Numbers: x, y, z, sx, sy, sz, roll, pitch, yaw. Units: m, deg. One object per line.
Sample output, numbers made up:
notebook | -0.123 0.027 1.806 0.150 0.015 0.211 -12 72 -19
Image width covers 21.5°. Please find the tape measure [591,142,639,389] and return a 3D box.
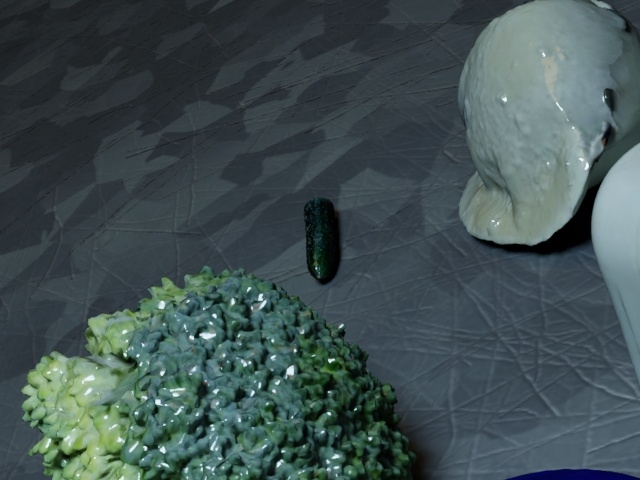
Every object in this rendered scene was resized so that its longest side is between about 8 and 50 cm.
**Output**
tape measure | 0.289 0.035 1.035 0.265 0.258 0.130 -32 24 -23

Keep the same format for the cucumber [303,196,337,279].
cucumber | 0.000 0.000 1.620 0.032 0.032 0.133 -23 26 11

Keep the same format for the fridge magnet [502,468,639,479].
fridge magnet | 0.116 0.239 0.983 0.265 0.112 0.265 -23 27 13

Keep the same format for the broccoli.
broccoli | -0.096 0.146 1.209 0.302 0.249 0.375 -22 31 9

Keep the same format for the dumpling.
dumpling | 0.186 -0.106 1.510 0.227 0.175 0.243 -46 -5 38
